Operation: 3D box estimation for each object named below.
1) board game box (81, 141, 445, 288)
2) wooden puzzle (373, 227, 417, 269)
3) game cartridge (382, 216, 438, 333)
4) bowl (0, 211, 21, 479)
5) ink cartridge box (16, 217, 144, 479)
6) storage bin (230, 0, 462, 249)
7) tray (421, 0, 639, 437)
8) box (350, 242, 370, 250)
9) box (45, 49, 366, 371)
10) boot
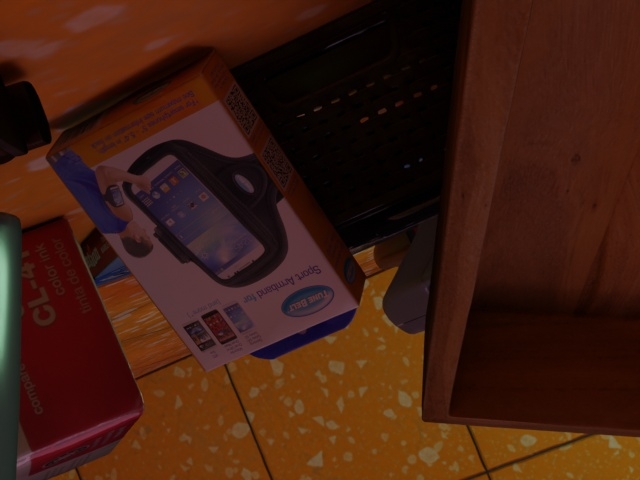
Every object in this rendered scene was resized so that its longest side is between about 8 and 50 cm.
[{"bbox_3d":[-0.029,-0.033,0.915,0.281,0.027,0.145,-21,173,-26],"label":"board game box"},{"bbox_3d":[0.230,-0.059,1.505,0.322,0.080,0.348,-22,-176,-10],"label":"wooden puzzle"},{"bbox_3d":[0.157,-0.059,0.745,0.297,0.062,0.198,-30,-149,57],"label":"game cartridge"},{"bbox_3d":[-0.246,0.111,0.513,0.311,0.163,0.311,-17,179,0],"label":"bowl"},{"bbox_3d":[-0.276,0.117,0.788,0.306,0.131,0.226,-19,172,-19],"label":"ink cartridge box"},{"bbox_3d":[0.035,-0.053,0.649,0.122,0.084,0.180,-24,174,13],"label":"storage bin"},{"bbox_3d":[0.145,-0.018,0.468,0.203,0.076,0.411,3,158,3],"label":"tray"},{"bbox_3d":[0.000,0.000,1.308,0.233,0.044,0.159,-24,176,12],"label":"box"},{"bbox_3d":[-0.042,-0.003,0.555,0.081,0.136,0.028,-25,-159,23],"label":"box"},{"bbox_3d":[-0.149,-0.025,0.416,0.114,0.037,0.106,-18,175,0],"label":"boot"}]
